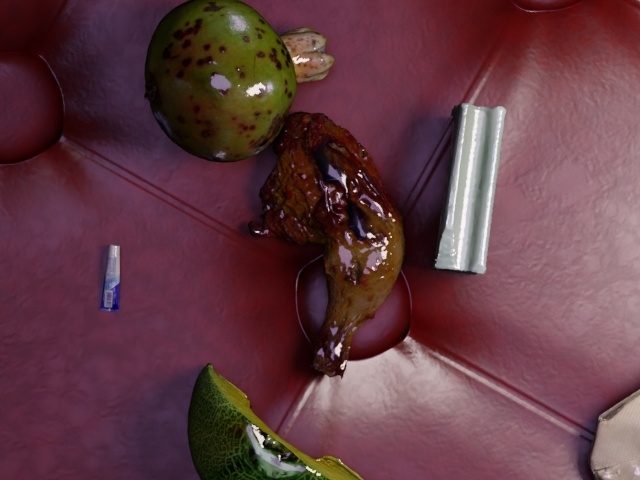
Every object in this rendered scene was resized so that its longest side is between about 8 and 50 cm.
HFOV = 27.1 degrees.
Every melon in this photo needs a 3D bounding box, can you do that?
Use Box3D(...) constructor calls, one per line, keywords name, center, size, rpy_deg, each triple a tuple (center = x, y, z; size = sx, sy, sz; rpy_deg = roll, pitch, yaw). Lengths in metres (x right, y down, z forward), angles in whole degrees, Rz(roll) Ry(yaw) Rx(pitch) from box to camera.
Box3D(name="melon", center=(-0.074, 0.272, 1.555), size=(0.265, 0.169, 0.129), rpy_deg=(38, 90, 5))

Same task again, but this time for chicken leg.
Box3D(name="chicken leg", center=(0.013, -0.002, 1.618), size=(0.177, 0.083, 0.322), rpy_deg=(-26, 85, 9))

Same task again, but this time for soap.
Box3D(name="soap", center=(0.177, -0.059, 1.591), size=(0.063, 0.114, 0.198), rpy_deg=(7, 86, 3))

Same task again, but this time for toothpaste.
Box3D(name="toothpaste", center=(-0.260, 0.047, 1.651), size=(0.024, 0.015, 0.083), rpy_deg=(3, 93, 1))

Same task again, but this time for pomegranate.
Box3D(name="pomegranate", center=(-0.096, -0.199, 1.583), size=(0.248, 0.202, 0.202), rpy_deg=(-18, 86, -26))

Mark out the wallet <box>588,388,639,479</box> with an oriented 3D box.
Box3D(name="wallet", center=(0.479, 0.293, 1.563), size=(0.275, 0.068, 0.335), rpy_deg=(-25, 89, 12))
